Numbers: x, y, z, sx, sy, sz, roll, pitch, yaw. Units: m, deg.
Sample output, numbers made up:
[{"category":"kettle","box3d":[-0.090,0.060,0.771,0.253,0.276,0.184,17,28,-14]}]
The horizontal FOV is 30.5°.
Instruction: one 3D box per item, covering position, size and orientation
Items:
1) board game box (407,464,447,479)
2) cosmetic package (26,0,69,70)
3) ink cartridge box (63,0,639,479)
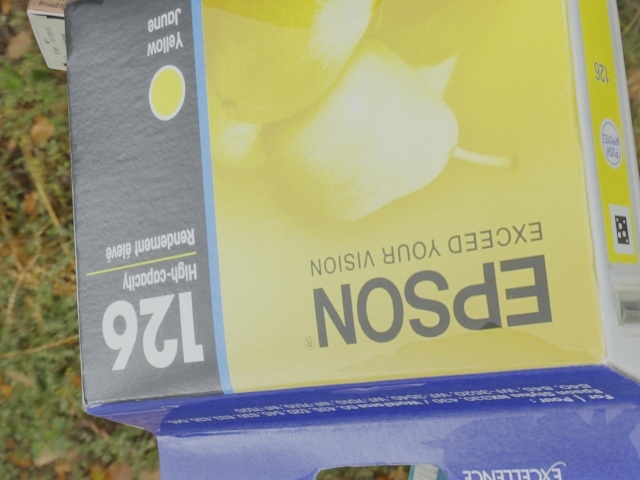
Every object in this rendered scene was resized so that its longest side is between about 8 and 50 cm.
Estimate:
[{"category":"board game box","box3d":[0.110,0.233,0.762,0.079,0.254,0.336,11,94,-8]},{"category":"cosmetic package","box3d":[-0.239,-0.355,1.438,0.153,0.129,0.296,8,66,4]},{"category":"ink cartridge box","box3d":[0.000,0.000,0.546,0.303,0.072,0.307,-11,79,38]}]
